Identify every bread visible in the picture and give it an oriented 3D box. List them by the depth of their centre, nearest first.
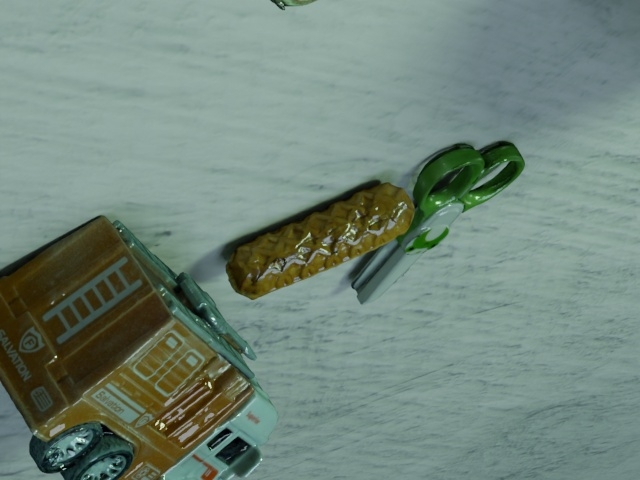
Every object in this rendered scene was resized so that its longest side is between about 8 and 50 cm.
[{"bbox_3d":[0.000,0.000,1.431,0.157,0.044,0.052,-24,154,-7],"label":"bread"}]

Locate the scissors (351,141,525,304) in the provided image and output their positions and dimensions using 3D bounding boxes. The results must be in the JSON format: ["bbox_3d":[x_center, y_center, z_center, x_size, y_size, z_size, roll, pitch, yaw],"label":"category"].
[{"bbox_3d":[0.084,-0.011,1.518,0.101,0.027,0.204,-3,146,-41],"label":"scissors"}]

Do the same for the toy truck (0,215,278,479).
[{"bbox_3d":[-0.137,0.103,1.395,0.162,0.136,0.305,-37,154,1],"label":"toy truck"}]

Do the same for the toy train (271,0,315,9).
[{"bbox_3d":[-0.007,-0.204,0.967,0.125,0.081,0.194,-38,154,1],"label":"toy train"}]
